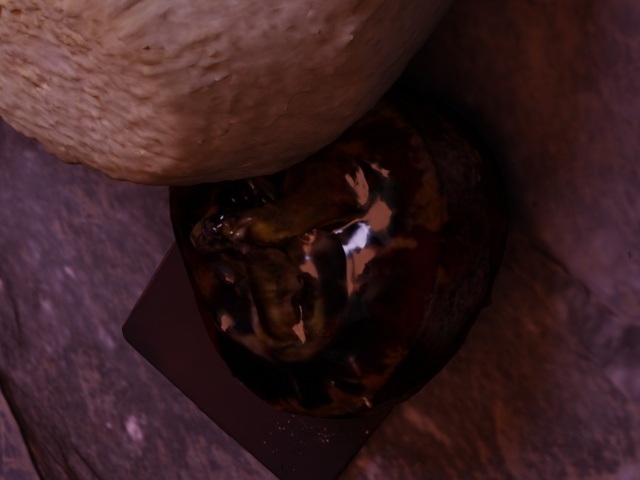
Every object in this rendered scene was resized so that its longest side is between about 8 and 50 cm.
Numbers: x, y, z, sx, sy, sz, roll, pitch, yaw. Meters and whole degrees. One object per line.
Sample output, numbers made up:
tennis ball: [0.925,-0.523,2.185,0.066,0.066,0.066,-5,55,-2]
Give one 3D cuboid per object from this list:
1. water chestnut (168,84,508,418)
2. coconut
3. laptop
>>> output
water chestnut: [0.000,0.000,0.955,0.224,0.238,0.223,8,104,34]
coconut: [-0.072,-0.249,0.844,0.345,0.415,0.415,-11,102,51]
laptop: [-0.043,0.084,1.122,0.207,0.026,0.154,41,122,11]
